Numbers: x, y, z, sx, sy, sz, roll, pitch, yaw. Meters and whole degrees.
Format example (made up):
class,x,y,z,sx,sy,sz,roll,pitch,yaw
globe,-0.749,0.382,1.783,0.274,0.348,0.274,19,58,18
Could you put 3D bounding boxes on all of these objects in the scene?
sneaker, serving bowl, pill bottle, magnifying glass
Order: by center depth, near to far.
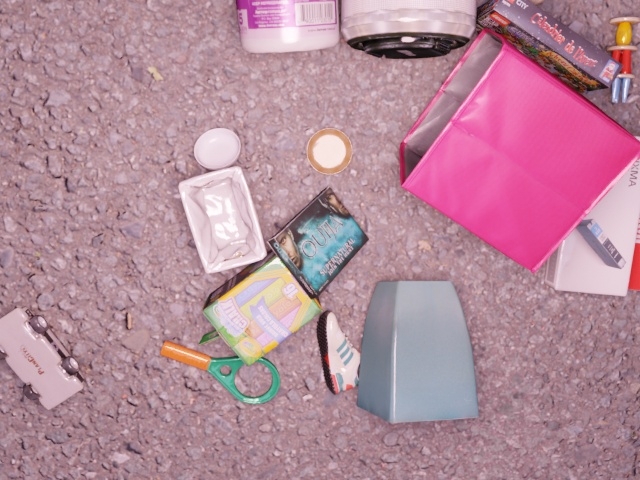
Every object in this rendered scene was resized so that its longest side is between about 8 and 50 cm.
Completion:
class,x,y,z,sx,sy,sz,roll,pitch,yaw
pill bottle,-0.059,-0.460,1.051,0.170,0.169,0.301,-5,109,-3
serving bowl,-0.180,-0.157,1.171,0.084,0.027,0.083,-2,66,5
magnifying glass,-0.187,0.240,1.241,0.231,0.026,0.092,21,96,-8
sneaker,0.041,0.205,1.242,0.075,0.057,0.161,-11,98,-19

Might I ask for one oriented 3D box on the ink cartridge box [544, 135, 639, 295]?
class,x,y,z,sx,sy,sz,roll,pitch,yaw
ink cartridge box,0.573,-0.045,1.231,0.261,0.066,0.296,5,98,-4

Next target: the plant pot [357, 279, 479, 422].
class,x,y,z,sx,sy,sz,roll,pitch,yaw
plant pot,0.170,0.188,1.178,0.166,0.165,0.234,2,86,-17

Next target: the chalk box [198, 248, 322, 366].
class,x,y,z,sx,sy,sz,roll,pitch,yaw
chalk box,-0.120,0.126,1.174,0.213,0.132,0.132,-37,99,3

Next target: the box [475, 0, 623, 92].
class,x,y,z,sx,sy,sz,roll,pitch,yaw
box,0.375,-0.334,1.128,0.233,0.159,0.044,31,95,-7

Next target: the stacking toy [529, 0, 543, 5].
class,x,y,z,sx,sy,sz,roll,pitch,yaw
stacking toy,0.308,-0.564,1.117,0.141,0.141,0.330,-42,92,3

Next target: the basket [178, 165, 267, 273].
class,x,y,z,sx,sy,sz,roll,pitch,yaw
basket,-0.168,-0.040,1.161,0.113,0.103,0.167,-16,98,-1

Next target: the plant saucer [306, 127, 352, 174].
class,x,y,z,sx,sy,sz,roll,pitch,yaw
plant saucer,0.016,-0.162,1.200,0.084,0.015,0.083,-1,97,-4

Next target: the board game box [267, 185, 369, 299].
class,x,y,z,sx,sy,sz,roll,pitch,yaw
board game box,0.000,0.000,1.154,0.026,0.186,0.126,-29,103,44

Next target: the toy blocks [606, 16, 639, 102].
class,x,y,z,sx,sy,sz,roll,pitch,yaw
toy blocks,0.580,-0.324,1.197,0.123,0.054,0.148,1,98,-4

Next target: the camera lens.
class,x,y,z,sx,sy,sz,roll,pitch,yaw
camera lens,0.143,-0.442,1.066,0.220,0.219,0.274,0,98,-4

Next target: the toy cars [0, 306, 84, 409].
class,x,y,z,sx,sy,sz,roll,pitch,yaw
toy cars,-0.606,0.174,1.174,0.394,0.087,0.176,16,102,-9

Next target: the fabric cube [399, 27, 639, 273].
class,x,y,z,sx,sy,sz,roll,pitch,yaw
fabric cube,0.305,-0.155,1.071,0.258,0.254,0.259,32,113,-7
